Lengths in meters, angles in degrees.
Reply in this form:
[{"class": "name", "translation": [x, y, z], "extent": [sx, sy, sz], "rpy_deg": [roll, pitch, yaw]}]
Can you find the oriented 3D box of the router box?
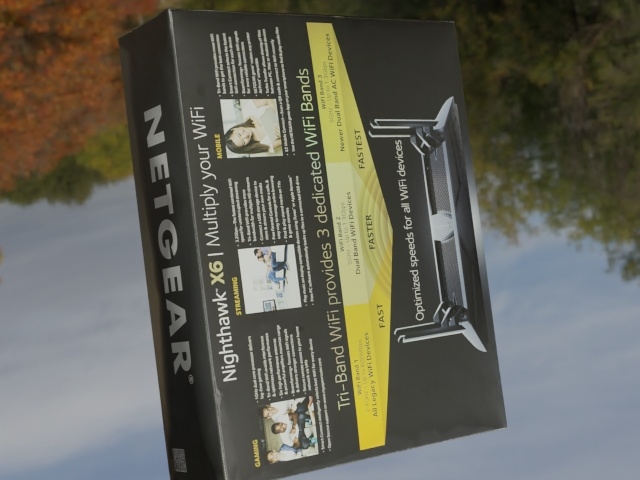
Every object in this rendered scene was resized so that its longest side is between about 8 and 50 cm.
[{"class": "router box", "translation": [0.000, 0.000, 0.813], "extent": [0.243, 0.308, 0.081], "rpy_deg": [-4, 176, -35]}]
